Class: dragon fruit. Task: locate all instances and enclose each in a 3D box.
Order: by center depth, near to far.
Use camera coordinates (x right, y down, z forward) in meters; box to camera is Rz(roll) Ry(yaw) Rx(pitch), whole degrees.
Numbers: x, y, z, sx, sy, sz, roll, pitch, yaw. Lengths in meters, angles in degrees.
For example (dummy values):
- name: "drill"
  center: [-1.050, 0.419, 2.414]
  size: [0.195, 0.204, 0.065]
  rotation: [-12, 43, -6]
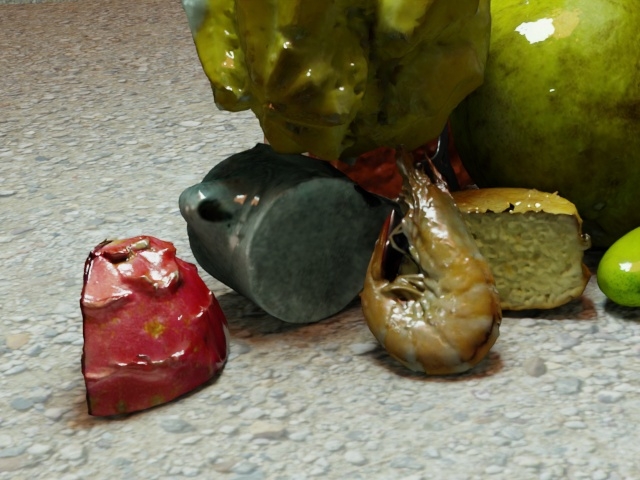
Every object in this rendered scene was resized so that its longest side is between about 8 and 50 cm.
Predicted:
- name: "dragon fruit"
  center: [-0.189, 0.084, 1.362]
  size: [0.189, 0.163, 0.262]
  rotation: [22, 21, -7]

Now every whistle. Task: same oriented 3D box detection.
- name: "whistle"
  center: [0.011, -0.030, 1.508]
  size: [0.405, 0.188, 0.168]
  rotation: [-18, 25, -29]

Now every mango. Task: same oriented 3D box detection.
- name: "mango"
  center: [0.402, 0.025, 1.418]
  size: [0.163, 0.089, 0.117]
  rotation: [-14, 24, -18]

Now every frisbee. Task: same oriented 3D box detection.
- name: "frisbee"
  center: [0.173, -0.100, 1.665]
  size: [0.012, 0.187, 0.211]
  rotation: [-4, 46, 25]

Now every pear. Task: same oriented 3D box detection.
- name: "pear"
  center: [0.331, -0.188, 1.582]
  size: [0.352, 0.352, 0.413]
  rotation: [-3, 64, 5]

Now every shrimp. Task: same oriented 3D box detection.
- name: "shrimp"
  center: [0.107, 0.022, 1.347]
  size: [0.152, 0.063, 0.287]
  rotation: [-22, 64, 7]

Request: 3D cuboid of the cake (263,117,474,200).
- name: "cake"
  center: [0.061, -0.211, 1.827]
  size: [0.270, 0.269, 0.319]
  rotation: [-15, 26, -22]

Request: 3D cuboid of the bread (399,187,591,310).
- name: "bread"
  center: [0.217, 0.002, 1.444]
  size: [0.229, 0.143, 0.139]
  rotation: [3, 24, 15]

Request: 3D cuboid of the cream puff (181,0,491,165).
- name: "cream puff"
  center: [0.024, -0.240, 1.391]
  size: [0.378, 0.378, 0.275]
  rotation: [-3, 34, 7]
